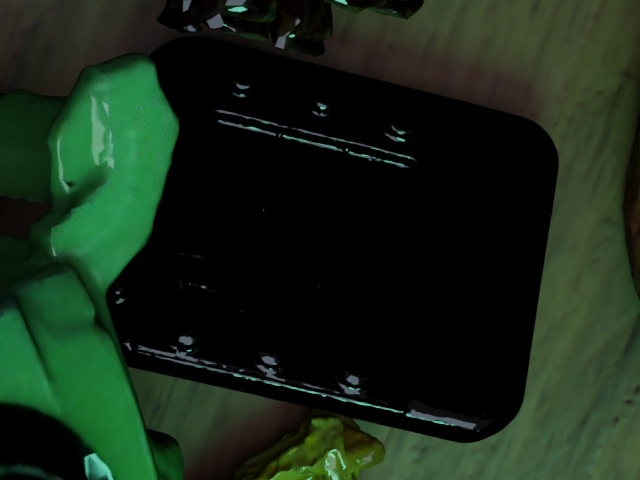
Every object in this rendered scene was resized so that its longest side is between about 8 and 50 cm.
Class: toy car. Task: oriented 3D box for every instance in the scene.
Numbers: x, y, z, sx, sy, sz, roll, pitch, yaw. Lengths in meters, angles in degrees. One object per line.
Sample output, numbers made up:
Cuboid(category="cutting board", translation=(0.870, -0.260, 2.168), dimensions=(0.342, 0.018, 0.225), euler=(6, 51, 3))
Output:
Cuboid(category="toy car", translation=(-0.123, 0.126, 0.611), dimensions=(0.176, 0.213, 0.359), euler=(-26, 111, -39))

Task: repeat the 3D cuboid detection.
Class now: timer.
Cuboid(category="timer", translation=(0.000, 0.000, 0.725), dimensions=(0.187, 0.055, 0.144), euler=(14, 71, -6))

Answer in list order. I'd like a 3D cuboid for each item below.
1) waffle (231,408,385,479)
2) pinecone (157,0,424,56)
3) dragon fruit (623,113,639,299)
Cuboid(category="waffle", translation=(-0.133, 0.155, 0.745), dimensions=(0.293, 0.069, 0.260), euler=(23, 98, -11))
Cuboid(category="pinecone", translation=(-0.015, -0.170, 0.637), dimensions=(0.221, 0.221, 0.221), euler=(-1, 98, -5))
Cuboid(category="dragon fruit", translation=(0.276, -0.022, 0.659), dimensions=(0.240, 0.330, 0.302), euler=(-38, 98, -21))
